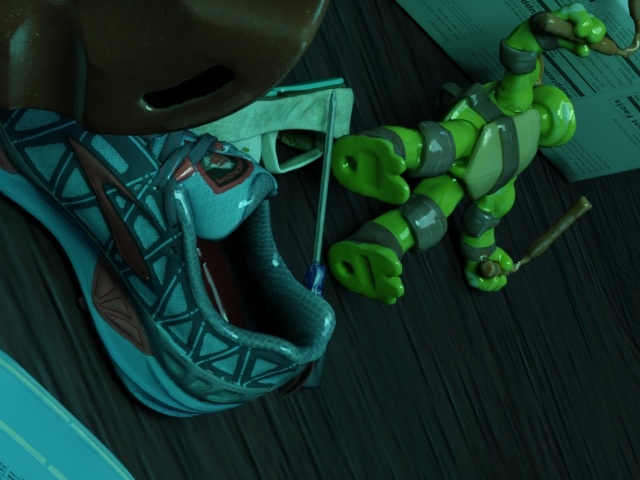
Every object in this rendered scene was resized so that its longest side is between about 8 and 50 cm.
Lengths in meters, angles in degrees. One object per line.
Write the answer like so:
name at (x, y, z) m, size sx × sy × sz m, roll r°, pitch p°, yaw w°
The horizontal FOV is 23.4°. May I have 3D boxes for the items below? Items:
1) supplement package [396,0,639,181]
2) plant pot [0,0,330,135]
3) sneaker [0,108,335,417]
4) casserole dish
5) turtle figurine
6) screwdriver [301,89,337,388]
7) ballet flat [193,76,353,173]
supplement package at (0.182, -0.202, 1.077) m, size 0.262 × 0.145 × 0.204 m, roll 40°, pitch 53°, yaw -38°
plant pot at (-0.069, -0.203, 0.637) m, size 0.272 × 0.272 × 0.265 m, roll 46°, pitch 41°, yaw -33°
sneaker at (-0.076, -0.035, 0.743) m, size 0.262 × 0.125 × 0.104 m, roll 59°, pitch 43°, yaw -22°
casserole dish at (-0.142, 0.116, 0.698) m, size 0.188 × 0.037 × 0.114 m, roll 49°, pitch 47°, yaw -29°
turtle figurine at (0.096, -0.064, 0.948) m, size 0.217 × 0.087 × 0.269 m, roll -28°, pitch 146°, yaw -39°
screwdriver at (0.000, 0.000, 0.879) m, size 0.025 × 0.024 × 0.170 m, roll 14°, pitch 83°, yaw -72°
ballet flat at (-0.034, -0.062, 0.858) m, size 0.168 × 0.057 × 0.052 m, roll -10°, pitch 99°, yaw -50°
